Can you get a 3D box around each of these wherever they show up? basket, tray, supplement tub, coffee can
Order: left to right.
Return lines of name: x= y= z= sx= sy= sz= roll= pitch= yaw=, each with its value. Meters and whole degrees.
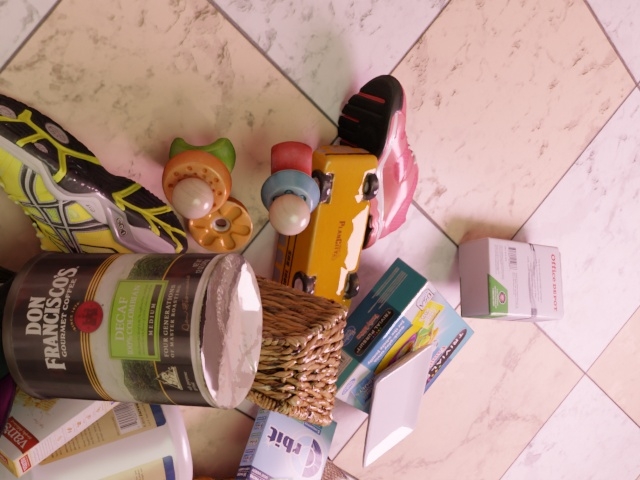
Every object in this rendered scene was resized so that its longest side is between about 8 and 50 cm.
supplement tub: x=-0.379 y=0.334 z=1.391 sx=0.316 sy=0.228 sz=0.228 roll=-14 pitch=119 yaw=-26
coffee can: x=-0.239 y=0.114 z=1.197 sx=0.201 sy=0.276 sz=0.201 roll=0 pitch=90 yaw=-72
basket: x=-0.135 y=0.187 z=1.402 sx=0.213 sy=0.299 sz=0.222 roll=-30 pitch=133 yaw=-58
tray: x=0.132 y=0.299 z=1.668 sx=0.145 sy=0.030 sz=0.270 roll=-29 pitch=143 yaw=-29

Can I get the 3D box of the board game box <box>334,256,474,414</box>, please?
board game box: x=0.141 y=0.202 z=1.684 sx=0.253 sy=0.079 sz=0.336 roll=-50 pitch=149 yaw=-1

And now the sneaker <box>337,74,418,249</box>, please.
sneaker: x=0.109 y=-0.141 z=1.563 sx=0.136 sy=0.116 sz=0.313 roll=-18 pitch=129 yaw=-36

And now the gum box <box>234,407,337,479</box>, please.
gum box: x=-0.059 y=0.382 z=1.661 sx=0.157 sy=0.041 sz=0.184 roll=38 pitch=54 yaw=-28

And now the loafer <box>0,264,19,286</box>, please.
loafer: x=-0.500 y=0.035 z=1.255 sx=0.092 sy=0.102 sz=0.268 roll=-51 pitch=139 yaw=-4

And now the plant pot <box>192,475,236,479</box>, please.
plant pot: x=-0.160 y=0.515 z=1.655 sx=0.188 sy=0.205 sz=0.205 roll=-9 pitch=118 yaw=-47

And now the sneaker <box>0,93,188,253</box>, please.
sneaker: x=-0.363 y=-0.053 z=1.270 sx=0.147 sy=0.145 sz=0.385 roll=-41 pitch=122 yaw=14

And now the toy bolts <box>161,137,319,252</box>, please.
toy bolts: x=-0.114 y=-0.042 z=1.367 sx=0.229 sy=0.158 sz=0.218 roll=-3 pitch=125 yaw=2

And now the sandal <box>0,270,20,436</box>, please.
sandal: x=-0.443 y=0.188 z=1.172 sx=0.445 sy=0.107 sz=0.167 roll=-54 pitch=156 yaw=-39

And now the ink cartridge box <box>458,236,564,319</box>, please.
ink cartridge box: x=0.378 y=0.082 z=1.804 sx=0.209 sy=0.087 sz=0.153 roll=8 pitch=77 yaw=-34

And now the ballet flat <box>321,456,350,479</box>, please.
ballet flat: x=0.035 y=0.595 z=1.811 sx=0.164 sy=0.182 sz=0.482 roll=-40 pitch=132 yaw=-42

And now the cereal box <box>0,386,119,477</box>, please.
cereal box: x=-0.391 y=0.209 z=1.313 sx=0.240 sy=0.173 sz=0.047 roll=-36 pitch=145 yaw=-37

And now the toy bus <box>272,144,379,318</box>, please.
toy bus: x=0.000 y=0.000 z=1.530 sx=0.108 sy=0.130 sz=0.332 roll=-3 pitch=114 yaw=-30
